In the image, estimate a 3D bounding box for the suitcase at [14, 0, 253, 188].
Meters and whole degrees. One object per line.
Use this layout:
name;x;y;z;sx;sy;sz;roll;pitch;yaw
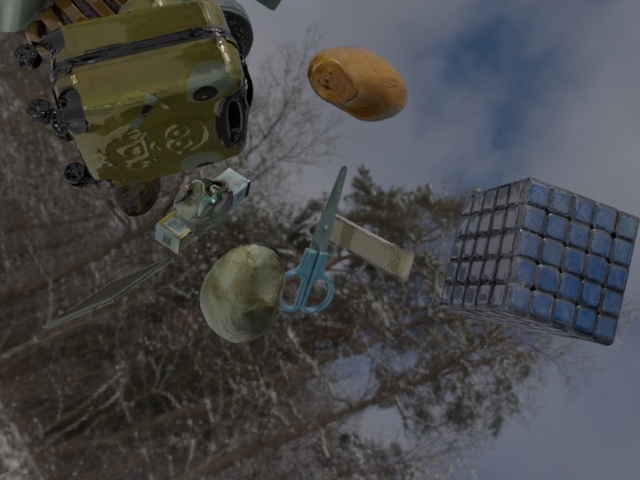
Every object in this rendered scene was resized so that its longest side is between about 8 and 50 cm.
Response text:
suitcase;-0.198;-0.169;0.807;0.194;0.234;0.143;102;-30;-68

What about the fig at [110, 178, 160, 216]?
fig;-0.412;-0.125;1.649;0.109;0.154;0.103;46;26;-39

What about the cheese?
cheese;0.113;0.007;1.955;0.400;0.034;0.085;29;-66;51

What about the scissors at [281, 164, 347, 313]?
scissors;0.000;0.000;2.008;0.029;0.192;0.447;41;-63;57

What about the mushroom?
mushroom;-0.196;0.147;1.837;0.267;0.189;0.164;-45;-137;12

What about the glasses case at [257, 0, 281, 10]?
glasses case;-0.163;-0.607;1.625;0.078;0.184;0.039;-49;-157;31

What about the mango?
mango;0.083;-0.359;1.623;0.187;0.359;0.144;50;-66;26

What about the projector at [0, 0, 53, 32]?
projector;-0.521;-0.539;1.184;0.248;0.249;0.249;43;-34;-6

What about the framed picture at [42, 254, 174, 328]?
framed picture;-0.513;0.127;1.767;0.232;0.296;0.019;-22;-79;23

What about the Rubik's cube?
Rubik's cube;0.384;0.040;1.282;0.238;0.236;0.238;170;-63;-73

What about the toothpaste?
toothpaste;-0.309;-0.087;1.910;0.089;0.313;0.071;31;-44;13

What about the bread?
bread;-0.398;-0.399;1.254;0.134;0.225;0.081;39;1;-30

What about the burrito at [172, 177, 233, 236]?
burrito;-0.195;-0.052;1.184;0.309;0.096;0.066;158;-89;-78

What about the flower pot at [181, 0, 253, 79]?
flower pot;-0.327;-0.557;1.921;0.299;0.298;0.283;118;-42;-52
